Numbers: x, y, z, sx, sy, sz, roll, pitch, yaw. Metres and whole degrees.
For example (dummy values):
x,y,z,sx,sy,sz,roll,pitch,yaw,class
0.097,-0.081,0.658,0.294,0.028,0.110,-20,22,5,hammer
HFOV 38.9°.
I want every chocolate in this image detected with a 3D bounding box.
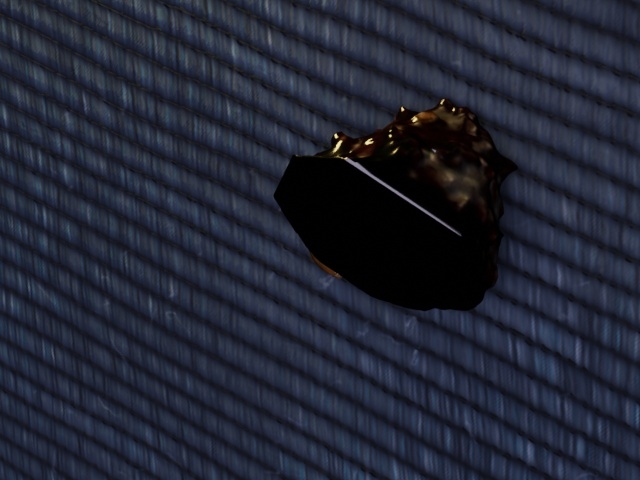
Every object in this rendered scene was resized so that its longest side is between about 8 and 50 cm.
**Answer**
x,y,z,sx,sy,sz,roll,pitch,yaw,class
0.098,-0.056,0.904,0.224,0.206,0.177,35,64,0,chocolate

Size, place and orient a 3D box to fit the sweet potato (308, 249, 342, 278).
x,y,z,sx,sy,sz,roll,pitch,yaw,class
0.000,0.000,0.982,0.034,0.034,0.095,-27,79,20,sweet potato
